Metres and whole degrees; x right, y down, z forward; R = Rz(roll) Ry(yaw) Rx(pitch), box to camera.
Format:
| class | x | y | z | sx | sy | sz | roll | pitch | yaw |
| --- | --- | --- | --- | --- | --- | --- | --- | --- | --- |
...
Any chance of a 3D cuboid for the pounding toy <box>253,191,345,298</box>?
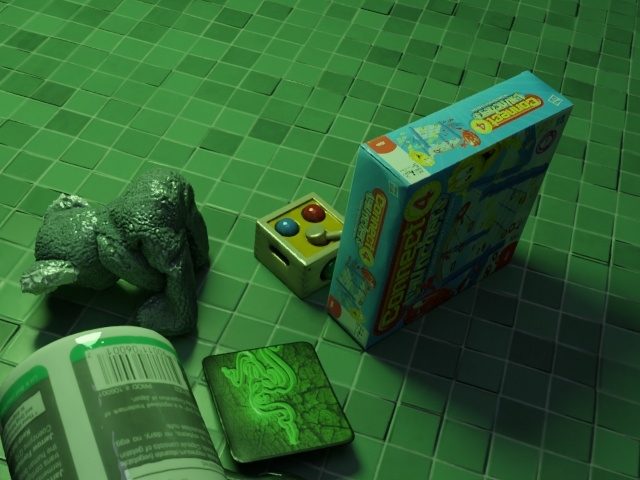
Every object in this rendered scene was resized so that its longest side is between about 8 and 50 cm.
| class | x | y | z | sx | sy | sz | roll | pitch | yaw |
| --- | --- | --- | --- | --- | --- | --- | --- | --- | --- |
| pounding toy | 0.000 | 0.000 | 1.276 | 0.130 | 0.100 | 0.141 | -29 | 55 | -32 |

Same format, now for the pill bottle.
| class | x | y | z | sx | sy | sz | roll | pitch | yaw |
| --- | --- | --- | --- | --- | --- | --- | --- | --- | --- |
| pill bottle | -0.183 | 0.282 | 0.878 | 0.204 | 0.204 | 0.361 | -13 | 54 | -21 |

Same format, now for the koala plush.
| class | x | y | z | sx | sy | sz | roll | pitch | yaw |
| --- | --- | --- | --- | --- | --- | --- | --- | --- | --- |
| koala plush | -0.279 | 0.003 | 1.185 | 0.221 | 0.203 | 0.196 | -3 | 44 | 6 |

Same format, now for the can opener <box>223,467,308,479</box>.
| class | x | y | z | sx | sy | sz | roll | pitch | yaw |
| --- | --- | --- | --- | --- | --- | --- | --- | --- | --- |
| can opener | -0.096 | 0.285 | 1.014 | 0.186 | 0.073 | 0.059 | 9 | 83 | 5 |

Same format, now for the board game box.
| class | x | y | z | sx | sy | sz | roll | pitch | yaw |
| --- | --- | --- | --- | --- | --- | --- | --- | --- | --- |
| board game box | 0.166 | -0.038 | 1.193 | 0.301 | 0.308 | 0.086 | -27 | 56 | -30 |

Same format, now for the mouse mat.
| class | x | y | z | sx | sy | sz | roll | pitch | yaw |
| --- | --- | --- | --- | --- | --- | --- | --- | --- | --- |
| mouse mat | -0.056 | 0.195 | 1.110 | 0.152 | 0.007 | 0.190 | -7 | 35 | -18 |
